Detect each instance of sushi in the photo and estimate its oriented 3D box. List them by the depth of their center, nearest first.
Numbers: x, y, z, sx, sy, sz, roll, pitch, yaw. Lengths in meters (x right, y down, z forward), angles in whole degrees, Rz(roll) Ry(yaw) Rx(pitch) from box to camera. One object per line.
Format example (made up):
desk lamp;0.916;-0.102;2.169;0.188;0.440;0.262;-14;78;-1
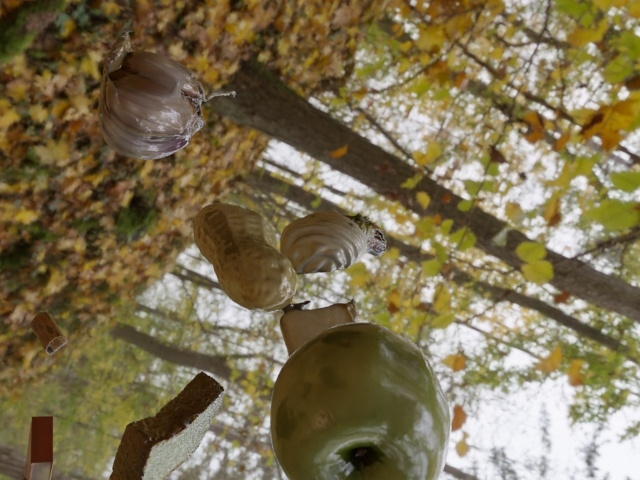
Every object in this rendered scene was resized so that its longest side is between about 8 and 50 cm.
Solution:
sushi;0.092;-0.024;2.004;0.103;0.226;0.097;46;-68;44

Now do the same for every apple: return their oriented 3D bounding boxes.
apple;0.071;0.324;1.394;0.357;0.357;0.358;-158;-90;-76

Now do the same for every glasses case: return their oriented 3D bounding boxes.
glasses case;-0.792;0.265;2.158;0.064;0.041;0.170;-40;-142;-15

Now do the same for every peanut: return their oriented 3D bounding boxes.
peanut;-0.117;0.025;1.189;0.274;0.125;0.111;50;-31;47

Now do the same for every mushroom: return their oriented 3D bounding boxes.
mushroom;0.057;0.378;1.896;0.397;0.224;0.314;-117;-165;-47

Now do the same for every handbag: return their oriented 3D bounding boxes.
handbag;-0.616;0.494;1.626;0.127;0.062;0.190;-115;-142;-48

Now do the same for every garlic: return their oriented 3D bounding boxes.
garlic;-0.259;-0.252;1.204;0.256;0.207;0.207;-39;175;-35

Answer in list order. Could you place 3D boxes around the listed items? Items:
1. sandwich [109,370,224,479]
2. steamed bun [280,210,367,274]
sandwich;-0.273;0.351;1.327;0.214;0.065;0.186;-35;155;-52
steamed bun;0.000;0.000;1.491;0.183;0.182;0.106;-143;-136;-76
